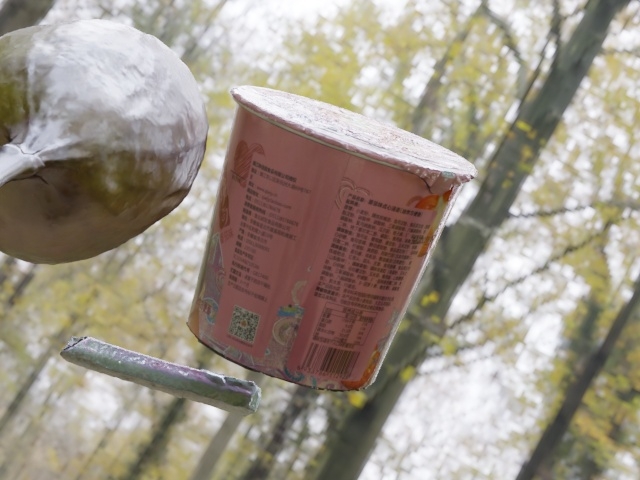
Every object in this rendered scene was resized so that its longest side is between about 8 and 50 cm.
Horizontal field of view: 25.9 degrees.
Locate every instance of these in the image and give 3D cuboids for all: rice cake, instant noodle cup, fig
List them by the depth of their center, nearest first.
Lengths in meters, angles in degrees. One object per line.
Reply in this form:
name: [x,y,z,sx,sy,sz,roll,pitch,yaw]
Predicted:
fig: [-0.160,-0.053,0.813,0.274,0.170,0.146,-66,133,-81]
instant noodle cup: [0.000,0.000,1.309,0.243,0.231,0.243,17,12,-4]
rice cake: [-0.159,0.134,1.392,0.207,0.033,0.033,18,-30,-15]
